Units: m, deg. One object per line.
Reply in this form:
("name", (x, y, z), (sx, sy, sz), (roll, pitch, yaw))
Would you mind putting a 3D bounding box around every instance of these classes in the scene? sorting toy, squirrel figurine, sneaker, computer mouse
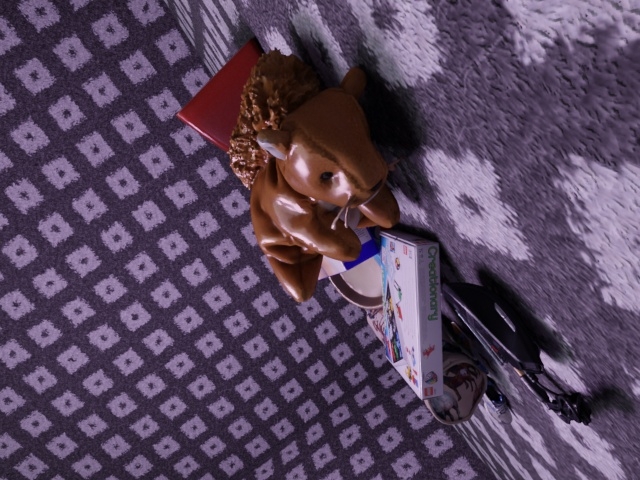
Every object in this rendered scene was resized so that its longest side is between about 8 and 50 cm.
("sorting toy", (0.344, 0.238, 0.993), (0.062, 0.012, 0.083), (50, 173, 47))
("squirrel figurine", (-0.038, -0.140, 0.710), (0.397, 0.281, 0.370), (52, 168, 14))
("sneaker", (0.433, 0.401, 1.014), (0.135, 0.052, 0.058), (55, 171, 1))
("computer mouse", (0.305, 0.161, 0.635), (0.262, 0.060, 0.184), (50, -178, 36))

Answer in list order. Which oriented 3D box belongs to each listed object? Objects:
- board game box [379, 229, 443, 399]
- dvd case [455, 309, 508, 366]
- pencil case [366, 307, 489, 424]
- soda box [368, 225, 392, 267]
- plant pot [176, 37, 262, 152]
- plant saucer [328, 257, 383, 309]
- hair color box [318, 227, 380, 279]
("board game box", (0.184, 0.140, 0.850), (0.193, 0.053, 0.305), (-140, 45, -75))
("dvd case", (0.300, 0.172, 0.751), (0.119, 0.013, 0.087), (56, -160, 24))
("pencil case", (0.256, 0.267, 1.071), (0.410, 0.160, 0.183), (-127, 19, -66))
("soda box", (0.138, -0.009, 1.004), (0.210, 0.067, 0.071), (54, 174, 18))
("plant pot", (-0.219, -0.362, 1.160), (0.236, 0.267, 0.267), (44, 180, -24))
("plant saucer", (0.111, 0.060, 1.153), (0.278, 0.041, 0.278), (24, 125, 40))
("hair color box", (0.000, 0.000, 1.061), (0.185, 0.110, 0.339), (63, 159, 2))
